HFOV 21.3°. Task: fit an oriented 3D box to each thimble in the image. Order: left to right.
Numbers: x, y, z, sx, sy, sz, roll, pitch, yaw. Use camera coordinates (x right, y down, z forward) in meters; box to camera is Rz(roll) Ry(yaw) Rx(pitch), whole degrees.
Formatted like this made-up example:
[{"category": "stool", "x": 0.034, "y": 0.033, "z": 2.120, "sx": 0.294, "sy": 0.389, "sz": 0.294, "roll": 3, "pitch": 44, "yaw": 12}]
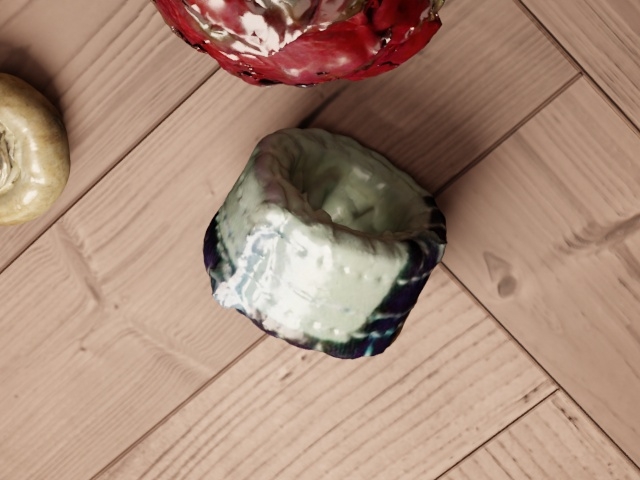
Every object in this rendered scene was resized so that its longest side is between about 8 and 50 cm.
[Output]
[{"category": "thimble", "x": 0.000, "y": 0.000, "z": 1.684, "sx": 0.237, "sy": 0.237, "sz": 0.150, "roll": 28, "pitch": 117, "yaw": -1}]

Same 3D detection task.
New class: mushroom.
[{"category": "mushroom", "x": -0.344, "y": -0.093, "z": 1.778, "sx": 0.166, "sy": 0.127, "sz": 0.166, "roll": 7, "pitch": 113, "yaw": 17}]

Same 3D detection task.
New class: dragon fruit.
[{"category": "dragon fruit", "x": -0.014, "y": -0.284, "z": 1.510, "sx": 0.329, "sy": 0.329, "sz": 0.329, "roll": 4, "pitch": 113, "yaw": 10}]
